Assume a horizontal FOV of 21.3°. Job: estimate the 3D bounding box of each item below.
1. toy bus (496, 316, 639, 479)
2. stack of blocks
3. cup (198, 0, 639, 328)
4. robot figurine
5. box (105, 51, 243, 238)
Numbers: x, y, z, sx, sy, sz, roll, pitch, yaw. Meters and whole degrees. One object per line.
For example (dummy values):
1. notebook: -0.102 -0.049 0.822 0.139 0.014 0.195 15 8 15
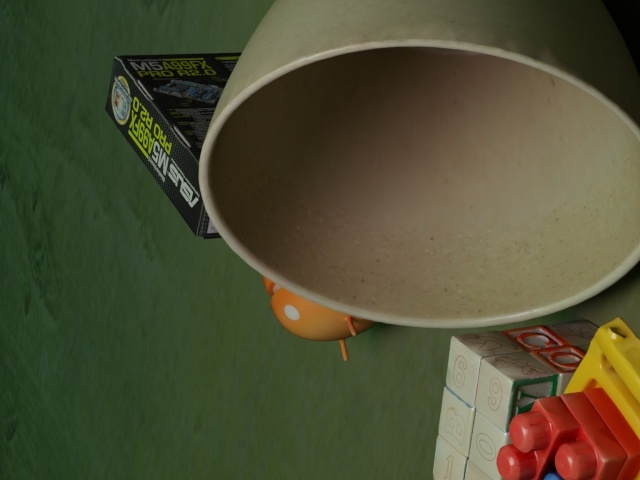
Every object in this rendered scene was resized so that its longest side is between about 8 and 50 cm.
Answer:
1. toy bus: 0.227 0.108 1.115 0.149 0.211 0.220 60 142 40
2. stack of blocks: 0.143 0.221 1.336 0.087 0.171 0.297 37 127 54
3. cup: 0.090 -0.122 1.272 0.331 0.331 0.237 126 158 -51
4. robot figurine: 0.000 -0.001 1.606 0.158 0.128 0.219 -28 68 34
5. box: -0.022 -0.091 1.481 0.216 0.270 0.060 50 136 46
